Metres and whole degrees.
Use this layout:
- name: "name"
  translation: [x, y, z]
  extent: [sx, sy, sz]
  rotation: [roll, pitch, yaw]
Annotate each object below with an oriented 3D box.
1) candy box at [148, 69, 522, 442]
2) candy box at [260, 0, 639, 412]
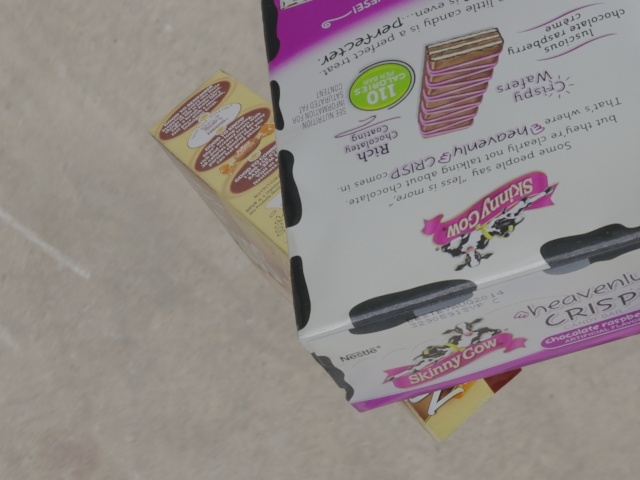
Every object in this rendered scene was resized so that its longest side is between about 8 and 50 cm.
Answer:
- name: "candy box"
  translation: [0.000, 0.000, 1.001]
  extent: [0.087, 0.316, 0.183]
  rotation: [-40, 123, -6]
- name: "candy box"
  translation: [0.063, -0.062, 0.558]
  extent: [0.159, 0.071, 0.233]
  rotation: [-17, 53, 14]
